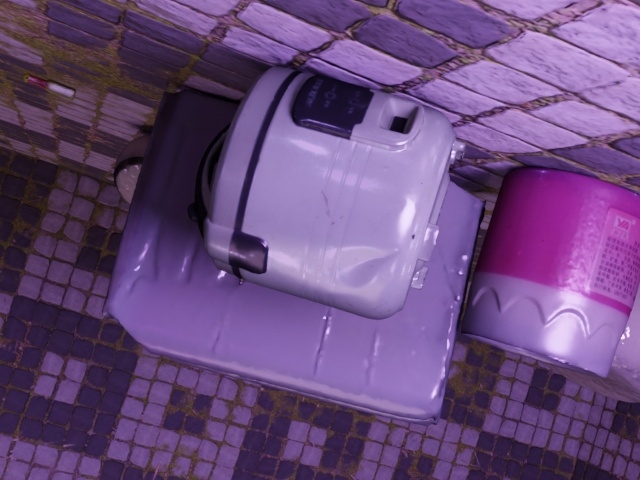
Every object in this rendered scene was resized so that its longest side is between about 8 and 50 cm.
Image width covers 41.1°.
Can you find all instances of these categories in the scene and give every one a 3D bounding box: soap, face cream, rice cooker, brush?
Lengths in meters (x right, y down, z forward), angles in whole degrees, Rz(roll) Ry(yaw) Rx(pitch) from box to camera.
[{"bbox_3d":[-0.021,0.021,1.090,0.435,0.350,0.213,15,167,12],"label":"soap"},{"bbox_3d":[0.261,0.036,0.946,0.175,0.195,0.175,17,174,2],"label":"face cream"},{"bbox_3d":[0.004,-0.052,0.826,0.244,0.226,0.226,15,175,11],"label":"rice cooker"},{"bbox_3d":[-0.428,-0.243,1.342,0.083,0.019,0.021,18,-175,-30],"label":"brush"}]

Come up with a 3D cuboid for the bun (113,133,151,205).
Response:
[{"bbox_3d":[-0.286,-0.126,1.565,0.172,0.120,0.173,10,140,8],"label":"bun"}]

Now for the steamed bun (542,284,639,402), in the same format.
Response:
[{"bbox_3d":[0.446,0.126,1.359,0.283,0.177,0.283,32,168,8],"label":"steamed bun"}]
